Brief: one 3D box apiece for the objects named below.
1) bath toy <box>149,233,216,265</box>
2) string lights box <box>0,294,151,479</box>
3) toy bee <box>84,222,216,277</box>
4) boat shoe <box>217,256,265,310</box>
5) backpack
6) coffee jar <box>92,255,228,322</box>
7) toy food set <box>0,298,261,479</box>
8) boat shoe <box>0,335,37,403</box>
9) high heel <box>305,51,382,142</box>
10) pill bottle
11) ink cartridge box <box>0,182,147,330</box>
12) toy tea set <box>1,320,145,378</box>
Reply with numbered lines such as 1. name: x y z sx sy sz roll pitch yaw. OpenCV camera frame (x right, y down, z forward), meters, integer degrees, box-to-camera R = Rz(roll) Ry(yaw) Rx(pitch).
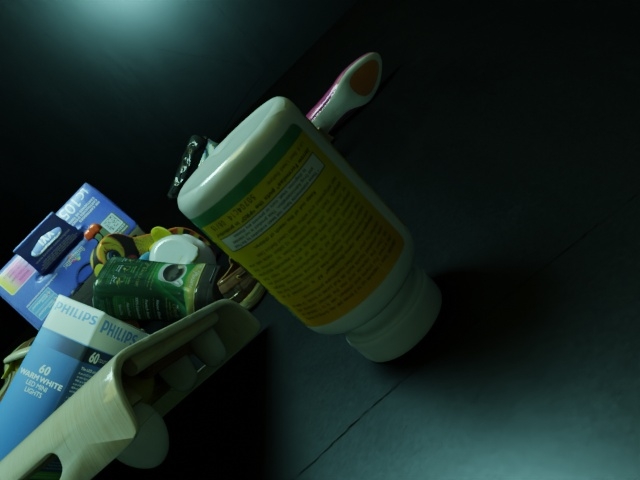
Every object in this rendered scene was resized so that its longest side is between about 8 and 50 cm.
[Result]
1. bath toy: -0.138 -0.049 0.987 0.348 0.151 0.129 -52 -15 -6
2. string lights box: -0.317 0.213 0.710 0.133 0.076 0.260 63 -134 -64
3. toy bee: -0.330 0.028 1.030 0.195 0.162 0.298 -30 1 24
4. boat shoe: -0.098 0.025 0.845 0.064 0.060 0.178 -32 23 34
5. backpack: -0.192 -0.112 1.145 0.152 0.182 0.115 -67 18 1
6. coffee jar: -0.230 0.076 0.858 0.096 0.184 0.079 -82 -5 -57
7. toy food set: -0.186 0.181 0.584 0.219 0.092 0.306 -42 -5 12
8. boat shoe: -0.668 0.324 1.368 0.120 0.122 0.324 -39 28 4
9. high heel: 0.027 -0.272 1.159 0.244 0.082 0.117 -60 30 -2
10. pill bottle: 0.000 0.000 0.464 0.117 0.208 0.118 -39 20 18
11. ink cartridge box: -0.486 0.058 1.218 0.270 0.151 0.395 -50 -6 -13
12. toy tea set: -0.366 0.221 0.942 0.200 0.124 0.336 -16 -9 -16
